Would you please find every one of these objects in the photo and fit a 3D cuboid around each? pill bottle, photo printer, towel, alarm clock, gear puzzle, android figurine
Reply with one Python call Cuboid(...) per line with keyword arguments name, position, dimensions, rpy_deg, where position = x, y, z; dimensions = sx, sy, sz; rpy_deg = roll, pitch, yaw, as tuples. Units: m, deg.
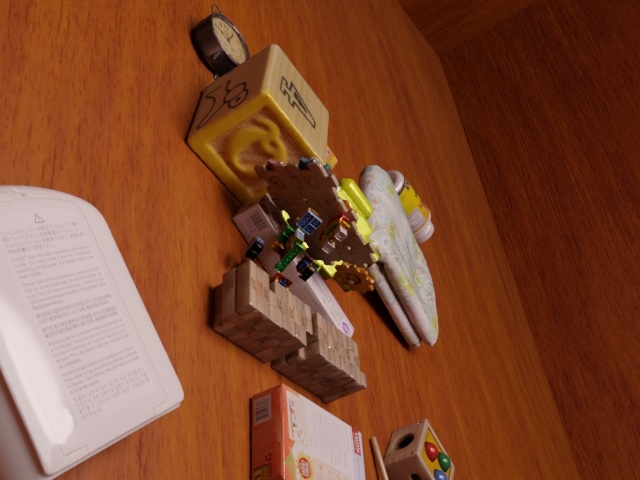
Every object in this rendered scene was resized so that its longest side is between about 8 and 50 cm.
Cuboid(name="pill bottle", position=(0.230, -0.087, 2.068), dimensions=(0.215, 0.117, 0.117), rpy_deg=(48, 28, -33))
Cuboid(name="photo printer", position=(-0.300, 0.086, 0.793), dimensions=(0.308, 0.107, 0.256), rpy_deg=(64, 23, 3))
Cuboid(name="towel", position=(0.188, 0.040, 1.820), dimensions=(0.374, 0.090, 0.321), rpy_deg=(59, 20, -32))
Cuboid(name="alarm clock", position=(-0.212, -0.426, 1.564), dimensions=(0.129, 0.064, 0.192), rpy_deg=(30, 43, -52))
Cuboid(name="gear puzzle", position=(0.023, -0.023, 1.365), dimensions=(0.044, 0.175, 0.339), rpy_deg=(-55, 130, -32))
Cuboid(name="android figurine", position=(0.008, -0.034, 1.521), dimensions=(0.273, 0.056, 0.248), rpy_deg=(53, 54, -10))

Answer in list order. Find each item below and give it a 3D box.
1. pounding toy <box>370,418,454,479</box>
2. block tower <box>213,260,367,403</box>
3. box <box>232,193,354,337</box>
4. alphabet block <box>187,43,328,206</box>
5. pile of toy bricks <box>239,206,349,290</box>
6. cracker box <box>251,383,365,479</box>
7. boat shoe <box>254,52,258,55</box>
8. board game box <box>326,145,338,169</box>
Cuboid(name="pounding toy", position=(0.179, 0.442, 1.441), dimensions=(0.181, 0.094, 0.206), rpy_deg=(60, 23, -9))
Cuboid(name="block tower", position=(-0.049, 0.164, 1.258), dimensions=(0.335, 0.091, 0.097), rpy_deg=(43, 31, -40))
Cuboid(name="box", position=(-0.048, 0.066, 1.395), dimensions=(0.324, 0.067, 0.063), rpy_deg=(57, 24, -13))
Cuboid(name="alphabet block", position=(-0.111, -0.216, 1.400), dimensions=(0.193, 0.192, 0.197), rpy_deg=(47, 29, -29))
Cuboid(name="pile of toy bricks", position=(-0.054, 0.008, 1.286), dimensions=(0.118, 0.212, 0.105), rpy_deg=(39, 20, -17))
Cuboid(name="cracker box", position=(-0.015, 0.347, 1.169), dimensions=(0.232, 0.067, 0.156), rpy_deg=(41, 32, -40))
Cuboid(name="boat shoe", position=(-0.084, -0.358, 1.758), dimensions=(0.228, 0.080, 0.076), rpy_deg=(37, 35, -33))
Cuboid(name="board game box", position=(-0.066, -0.255, 1.592), dimensions=(0.124, 0.039, 0.259), rpy_deg=(24, -16, 41))
